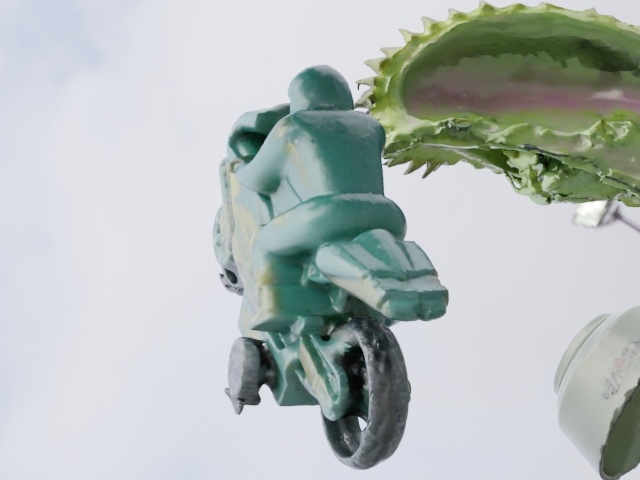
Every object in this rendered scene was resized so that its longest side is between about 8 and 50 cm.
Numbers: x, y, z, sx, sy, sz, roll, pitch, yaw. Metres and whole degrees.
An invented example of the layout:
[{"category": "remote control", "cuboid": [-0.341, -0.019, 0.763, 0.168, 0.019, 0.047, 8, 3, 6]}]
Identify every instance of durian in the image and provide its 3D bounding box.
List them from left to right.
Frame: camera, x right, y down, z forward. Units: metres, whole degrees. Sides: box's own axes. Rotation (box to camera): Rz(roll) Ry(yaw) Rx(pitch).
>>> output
[{"category": "durian", "cuboid": [0.200, -0.095, 0.957, 0.169, 0.355, 0.157, -63, -18, -67]}]

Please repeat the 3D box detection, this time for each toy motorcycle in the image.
[{"category": "toy motorcycle", "cuboid": [0.001, 0.001, 0.742, 0.109, 0.296, 0.198, 1, -61, -23]}]

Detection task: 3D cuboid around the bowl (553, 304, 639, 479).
[{"category": "bowl", "cuboid": [0.345, 0.159, 1.389, 0.211, 0.112, 0.211, -30, -42, -31]}]
